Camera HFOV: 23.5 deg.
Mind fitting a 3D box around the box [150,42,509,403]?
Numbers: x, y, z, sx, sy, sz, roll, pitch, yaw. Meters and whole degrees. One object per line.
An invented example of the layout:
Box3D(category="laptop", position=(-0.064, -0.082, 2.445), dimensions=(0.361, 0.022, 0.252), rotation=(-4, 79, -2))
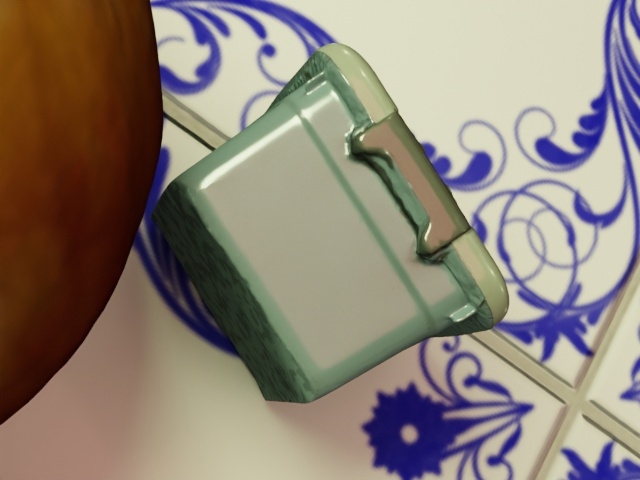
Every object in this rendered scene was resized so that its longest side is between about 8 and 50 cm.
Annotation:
Box3D(category="box", position=(0.000, 0.000, 0.826), dimensions=(0.130, 0.227, 0.162), rotation=(-33, 91, -12))

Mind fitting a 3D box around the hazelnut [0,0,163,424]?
Box3D(category="hazelnut", position=(-0.220, -0.087, 0.625), dimensions=(0.366, 0.366, 0.365), rotation=(6, 74, -22))
